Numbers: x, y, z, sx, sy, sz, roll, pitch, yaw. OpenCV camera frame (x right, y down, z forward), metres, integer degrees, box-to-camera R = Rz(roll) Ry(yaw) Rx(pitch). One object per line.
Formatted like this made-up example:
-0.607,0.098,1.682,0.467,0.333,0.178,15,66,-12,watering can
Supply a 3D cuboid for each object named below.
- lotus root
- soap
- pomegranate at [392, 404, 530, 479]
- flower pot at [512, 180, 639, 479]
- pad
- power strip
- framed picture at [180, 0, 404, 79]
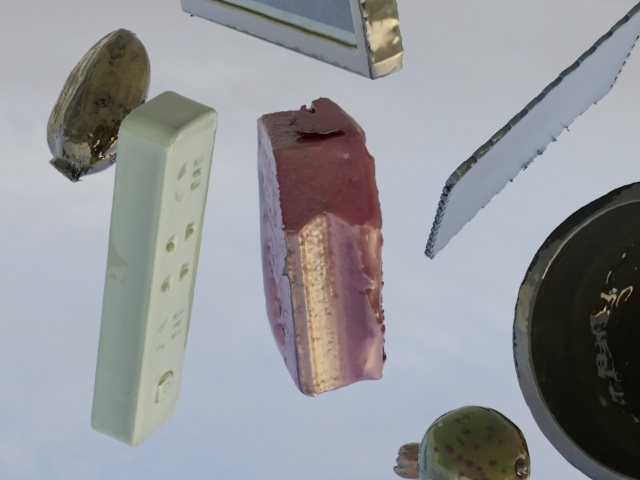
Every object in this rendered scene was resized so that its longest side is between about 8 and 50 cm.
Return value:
-0.219,-0.135,1.420,0.080,0.179,0.089,37,152,-32,lotus root
0.000,0.000,1.675,0.127,0.325,0.220,-6,-159,-11,soap
0.082,0.133,0.839,0.084,0.073,0.073,-5,-156,9,pomegranate
0.319,0.083,1.210,0.269,0.269,0.166,29,-165,31,flower pot
0.199,-0.101,1.288,0.269,0.269,0.012,-42,-101,-12,pad
-0.163,0.045,1.355,0.062,0.385,0.091,22,-147,19,power strip
-0.038,-0.204,0.587,0.023,0.260,0.189,-24,-152,-24,framed picture
